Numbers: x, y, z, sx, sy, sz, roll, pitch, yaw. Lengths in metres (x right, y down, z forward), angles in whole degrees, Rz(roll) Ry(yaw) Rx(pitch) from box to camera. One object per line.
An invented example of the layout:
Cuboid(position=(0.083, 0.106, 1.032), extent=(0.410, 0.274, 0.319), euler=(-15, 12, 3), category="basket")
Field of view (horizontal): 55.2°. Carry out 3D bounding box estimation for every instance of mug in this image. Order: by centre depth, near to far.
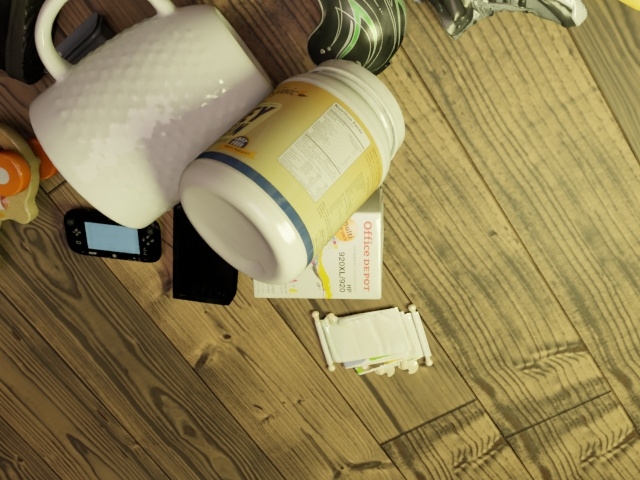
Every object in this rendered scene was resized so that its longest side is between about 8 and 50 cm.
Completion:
Cuboid(position=(-0.283, -0.255, 1.000), extent=(0.328, 0.276, 0.374), euler=(-35, 121, 8), category="mug")

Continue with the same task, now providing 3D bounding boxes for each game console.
Cuboid(position=(-0.344, 0.014, 1.252), extent=(0.361, 0.044, 0.213), euler=(7, 112, 4), category="game console")

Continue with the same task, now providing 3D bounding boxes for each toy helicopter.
Cuboid(position=(-0.675, -0.074, 1.207), extent=(0.235, 0.140, 0.355), euler=(23, 115, -1), category="toy helicopter")

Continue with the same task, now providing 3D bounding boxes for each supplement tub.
Cuboid(position=(-0.035, -0.112, 0.943), extent=(0.228, 0.316, 0.228), euler=(32, 151, 20), category="supplement tub")

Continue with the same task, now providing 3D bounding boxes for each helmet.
Cuboid(position=(0.058, -0.362, 0.996), extent=(0.169, 0.169, 0.161), euler=(21, 128, -2), category="helmet")

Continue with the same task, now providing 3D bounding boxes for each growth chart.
Cuboid(position=(0.110, 0.214, 1.291), extent=(0.237, 0.021, 0.172), euler=(-7, 111, 9), category="growth chart")

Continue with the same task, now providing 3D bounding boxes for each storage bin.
Cuboid(position=(-0.413, -0.330, 1.106), extent=(0.135, 0.098, 0.091), euler=(-33, 132, 17), category="storage bin")

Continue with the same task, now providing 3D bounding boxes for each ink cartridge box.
Cuboid(position=(0.000, 0.000, 1.139), extent=(0.233, 0.168, 0.171), euler=(0, 111, 5), category="ink cartridge box")

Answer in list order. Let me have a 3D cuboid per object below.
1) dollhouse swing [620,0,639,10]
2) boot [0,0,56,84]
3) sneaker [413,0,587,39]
Cuboid(position=(0.347, -0.469, 0.725), extent=(0.305, 0.315, 0.346), euler=(41, 125, 19), category="dollhouse swing")
Cuboid(position=(-0.592, -0.461, 1.045), extent=(0.260, 0.131, 0.348), euler=(22, 113, -2), category="boot")
Cuboid(position=(0.283, -0.384, 0.998), extent=(0.269, 0.101, 0.153), euler=(31, 112, 0), category="sneaker")
